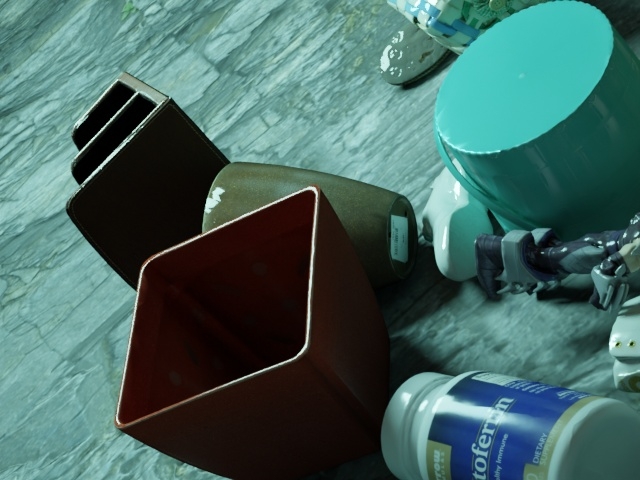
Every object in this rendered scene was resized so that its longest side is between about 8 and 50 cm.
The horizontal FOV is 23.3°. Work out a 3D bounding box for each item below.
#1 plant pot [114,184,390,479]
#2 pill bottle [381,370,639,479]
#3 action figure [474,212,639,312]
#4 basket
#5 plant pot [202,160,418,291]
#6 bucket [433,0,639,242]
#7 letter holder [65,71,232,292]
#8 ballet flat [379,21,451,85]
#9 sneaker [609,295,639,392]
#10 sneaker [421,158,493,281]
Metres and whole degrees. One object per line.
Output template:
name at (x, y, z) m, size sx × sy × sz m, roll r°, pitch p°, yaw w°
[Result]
plant pot at (-0.054, 0.141, 1.850) m, size 0.267 × 0.236 × 0.267 m, roll -23°, pitch 40°, yaw 25°
pill bottle at (0.196, 0.218, 1.605) m, size 0.265 × 0.153 × 0.153 m, roll 8°, pitch 58°, yaw 48°
action figure at (0.317, 0.013, 1.712) m, size 0.285 × 0.099 × 0.185 m, roll -9°, pitch 11°, yaw 42°
basket at (0.253, -0.382, 2.104) m, size 0.289 × 0.255 × 0.201 m, roll -62°, pitch 34°, yaw 5°
plant pot at (0.000, 0.000, 1.999) m, size 0.230 × 0.215 × 0.215 m, roll -2°, pitch 50°, yaw 25°
bucket at (0.282, -0.140, 1.870) m, size 0.281 × 0.183 × 0.281 m, roll -25°, pitch 39°, yaw 22°
letter holder at (-0.219, -0.042, 2.140) m, size 0.214 × 0.302 × 0.152 m, roll -48°, pitch 36°, yaw -7°
ballet flat at (0.185, -0.319, 2.268) m, size 0.084 × 0.058 × 0.250 m, roll 42°, pitch 91°, yaw 19°
sneaker at (0.381, 0.139, 1.563) m, size 0.169 × 0.108 × 0.292 m, roll -28°, pitch 28°, yaw 22°
sneaker at (0.163, -0.015, 1.961) m, size 0.094 × 0.080 × 0.212 m, roll -33°, pitch 28°, yaw 33°
